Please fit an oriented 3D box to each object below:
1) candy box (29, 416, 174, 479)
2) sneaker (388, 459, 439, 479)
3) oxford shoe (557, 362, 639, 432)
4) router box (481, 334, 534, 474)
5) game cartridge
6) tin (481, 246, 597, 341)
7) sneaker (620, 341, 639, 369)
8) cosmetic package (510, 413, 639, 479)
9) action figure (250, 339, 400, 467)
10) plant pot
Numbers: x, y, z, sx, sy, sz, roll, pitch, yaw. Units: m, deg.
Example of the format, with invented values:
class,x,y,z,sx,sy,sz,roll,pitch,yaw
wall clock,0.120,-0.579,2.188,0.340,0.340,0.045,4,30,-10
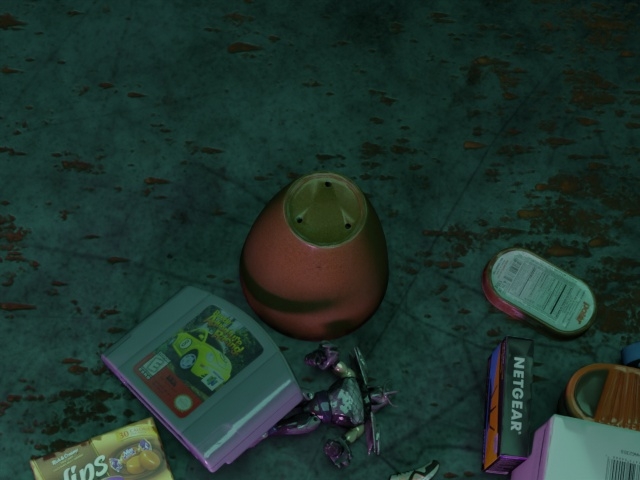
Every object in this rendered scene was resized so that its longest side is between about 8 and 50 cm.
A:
class,x,y,z,sx,sy,sz,roll,pitch,yaw
candy box,-0.313,0.339,1.697,0.186,0.053,0.109,-18,72,-12
sneaker,0.128,0.353,1.728,0.109,0.040,0.044,-34,73,-16
oxford shoe,0.531,0.265,1.739,0.363,0.133,0.130,14,67,3
router box,0.275,0.243,1.730,0.046,0.133,0.179,7,68,-2
game cartridge,-0.167,0.184,1.696,0.196,0.060,0.294,-37,46,-20
tin,0.345,0.083,1.848,0.189,0.040,0.106,30,74,7
sneaker,0.572,0.213,1.789,0.232,0.081,0.090,8,62,-2
cosmetic package,0.397,0.351,1.648,0.224,0.225,0.138,12,71,1
action figure,-0.018,0.249,1.729,0.285,0.099,0.185,-8,65,-10
plant pot,0.000,0.000,1.740,0.237,0.254,0.237,2,69,-4
